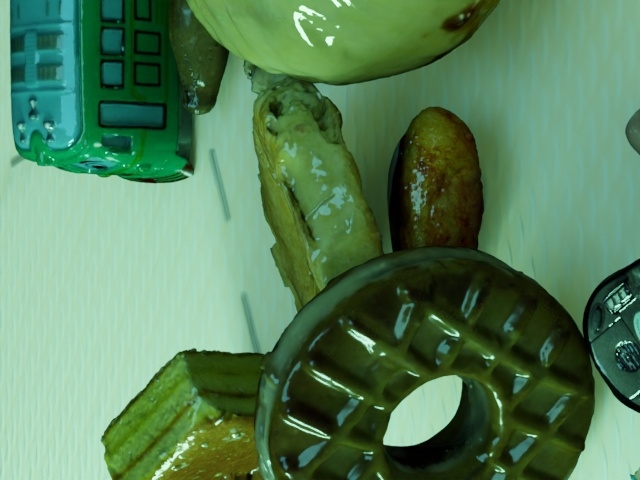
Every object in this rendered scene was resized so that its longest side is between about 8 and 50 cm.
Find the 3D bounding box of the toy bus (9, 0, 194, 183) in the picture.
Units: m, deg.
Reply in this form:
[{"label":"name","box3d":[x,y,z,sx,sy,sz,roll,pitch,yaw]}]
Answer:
[{"label":"toy bus","box3d":[-0.268,-0.240,1.785,0.183,0.199,0.343,1,93,42]}]

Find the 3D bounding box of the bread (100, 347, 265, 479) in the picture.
[{"label":"bread","box3d":[-0.099,0.206,1.602,0.184,0.234,0.110,-46,58,32]}]

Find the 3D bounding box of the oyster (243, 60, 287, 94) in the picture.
[{"label":"oyster","box3d":[-0.033,-0.242,1.649,0.209,0.072,0.133,-27,69,42]}]

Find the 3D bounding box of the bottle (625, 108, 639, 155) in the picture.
[{"label":"bottle","box3d":[0.332,-0.064,1.315,0.140,0.053,0.053,52,123,29]}]

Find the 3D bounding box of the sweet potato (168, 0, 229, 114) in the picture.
[{"label":"sweet potato","box3d":[-0.121,-0.287,1.711,0.112,0.085,0.286,28,105,34]}]

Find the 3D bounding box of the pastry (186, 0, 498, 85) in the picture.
[{"label":"pastry","box3d":[0.040,-0.331,1.413,0.388,0.312,0.388,-17,65,40]}]

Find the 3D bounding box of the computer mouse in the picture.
[{"label":"computer mouse","box3d":[0.327,0.061,1.281,0.137,0.096,0.233,56,141,9]}]

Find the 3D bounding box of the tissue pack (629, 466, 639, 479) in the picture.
[{"label":"tissue pack","box3d":[0.366,0.211,1.238,0.169,0.120,0.082,39,116,38]}]

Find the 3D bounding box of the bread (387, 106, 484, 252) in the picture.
[{"label":"bread","box3d":[0.118,0.003,1.467,0.095,0.139,0.269,-3,90,16]}]

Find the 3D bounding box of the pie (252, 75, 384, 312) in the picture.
[{"label":"pie","box3d":[0.000,0.000,1.503,0.339,0.083,0.339,166,90,-80]}]

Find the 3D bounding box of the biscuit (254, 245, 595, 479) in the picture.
[{"label":"biscuit","box3d":[0.098,0.159,1.365,0.103,0.332,0.332,-131,54,-62]}]
